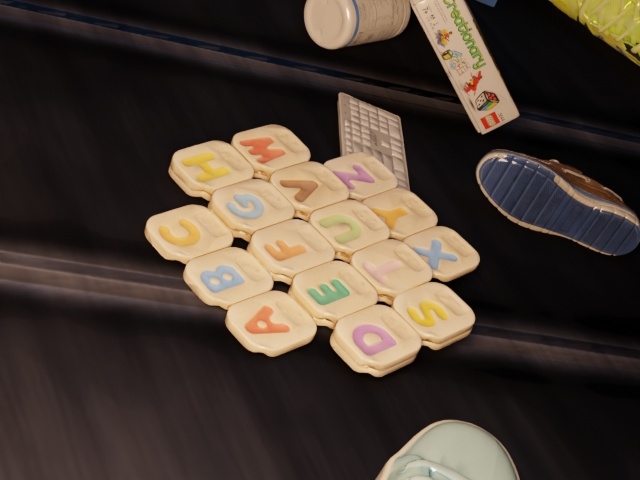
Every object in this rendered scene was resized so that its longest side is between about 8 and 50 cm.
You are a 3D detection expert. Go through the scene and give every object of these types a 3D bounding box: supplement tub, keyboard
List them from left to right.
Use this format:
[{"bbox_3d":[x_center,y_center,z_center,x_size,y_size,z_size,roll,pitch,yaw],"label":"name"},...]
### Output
[{"bbox_3d":[0.040,-0.250,1.568,0.071,0.071,0.107,43,38,24],"label":"supplement tub"},{"bbox_3d":[0.054,-0.062,1.376,0.072,0.014,0.256,16,36,-13],"label":"keyboard"}]

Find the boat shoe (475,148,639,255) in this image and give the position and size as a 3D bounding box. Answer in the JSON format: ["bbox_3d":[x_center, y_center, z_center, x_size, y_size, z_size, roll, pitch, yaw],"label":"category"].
[{"bbox_3d":[0.234,-0.045,1.431,0.183,0.066,0.066,28,28,-14],"label":"boat shoe"}]

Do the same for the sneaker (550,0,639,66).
[{"bbox_3d":[0.422,-0.284,1.790,0.384,0.145,0.147,27,34,6],"label":"sneaker"}]

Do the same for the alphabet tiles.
[{"bbox_3d":[0.000,0.000,1.235,0.278,0.021,0.284,-19,54,-40],"label":"alphabet tiles"}]

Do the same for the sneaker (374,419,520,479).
[{"bbox_3d":[0.086,0.215,0.907,0.135,0.150,0.366,26,34,-1],"label":"sneaker"}]

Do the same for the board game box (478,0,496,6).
[{"bbox_3d":[0.236,-0.419,1.836,0.047,0.160,0.210,20,34,-7],"label":"board game box"}]

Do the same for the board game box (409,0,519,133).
[{"bbox_3d":[0.124,-0.280,1.577,0.193,0.053,0.305,55,12,-41],"label":"board game box"}]
